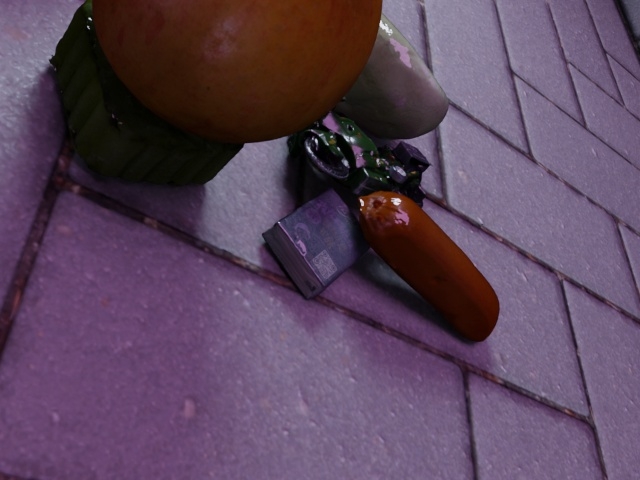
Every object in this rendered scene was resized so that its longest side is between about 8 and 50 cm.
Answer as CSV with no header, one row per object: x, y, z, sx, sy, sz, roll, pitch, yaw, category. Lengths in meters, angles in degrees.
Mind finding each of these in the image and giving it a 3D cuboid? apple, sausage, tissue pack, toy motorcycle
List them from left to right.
-0.085,-0.256,0.749,0.299,0.275,0.299,23,46,-27,apple
0.000,0.000,0.985,0.112,0.051,0.156,54,38,-2,tissue pack
0.057,-0.133,1.085,0.275,0.125,0.187,18,36,-43,toy motorcycle
0.180,0.043,1.059,0.348,0.094,0.097,40,40,-32,sausage

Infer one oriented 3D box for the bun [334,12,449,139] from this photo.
0.082,-0.275,1.184,0.283,0.179,0.283,46,15,-16,bun

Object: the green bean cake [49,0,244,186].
-0.212,-0.177,0.864,0.200,0.113,0.214,4,59,-46,green bean cake
